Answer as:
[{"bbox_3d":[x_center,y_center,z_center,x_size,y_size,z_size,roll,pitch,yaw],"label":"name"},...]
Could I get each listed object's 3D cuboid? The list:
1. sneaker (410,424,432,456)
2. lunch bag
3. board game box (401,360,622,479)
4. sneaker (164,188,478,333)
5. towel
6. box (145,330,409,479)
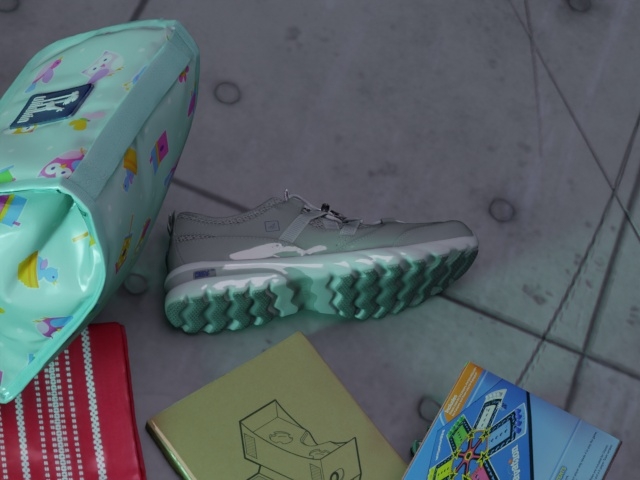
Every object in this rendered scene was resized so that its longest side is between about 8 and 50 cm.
[{"bbox_3d":[0.110,0.162,1.498,0.035,0.031,0.083,44,60,14],"label":"sneaker"},{"bbox_3d":[-0.201,-0.036,1.371,0.160,0.262,0.223,35,45,-7],"label":"lunch bag"},{"bbox_3d":[0.119,0.238,1.397,0.145,0.027,0.281,28,58,8],"label":"board game box"},{"bbox_3d":[0.000,0.000,1.524,0.281,0.105,0.115,-4,61,-15],"label":"sneaker"},{"bbox_3d":[-0.279,0.155,1.410,0.275,0.031,0.198,-1,59,-14],"label":"towel"},{"bbox_3d":[-0.021,0.189,1.457,0.164,0.021,0.201,-30,70,-27],"label":"box"}]
